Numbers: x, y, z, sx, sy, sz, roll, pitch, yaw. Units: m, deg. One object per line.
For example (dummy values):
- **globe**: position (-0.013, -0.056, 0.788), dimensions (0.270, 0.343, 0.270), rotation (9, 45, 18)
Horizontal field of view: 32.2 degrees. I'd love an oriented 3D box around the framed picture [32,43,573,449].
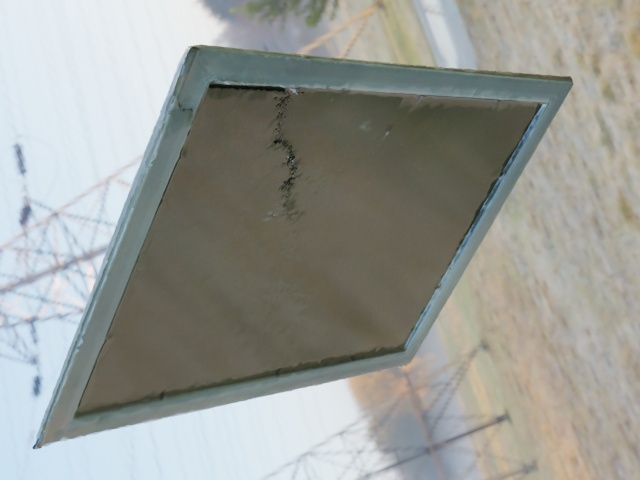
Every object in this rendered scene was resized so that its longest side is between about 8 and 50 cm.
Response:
- **framed picture**: position (0.000, 0.000, 0.605), dimensions (0.293, 0.231, 0.018), rotation (-5, -139, -46)
